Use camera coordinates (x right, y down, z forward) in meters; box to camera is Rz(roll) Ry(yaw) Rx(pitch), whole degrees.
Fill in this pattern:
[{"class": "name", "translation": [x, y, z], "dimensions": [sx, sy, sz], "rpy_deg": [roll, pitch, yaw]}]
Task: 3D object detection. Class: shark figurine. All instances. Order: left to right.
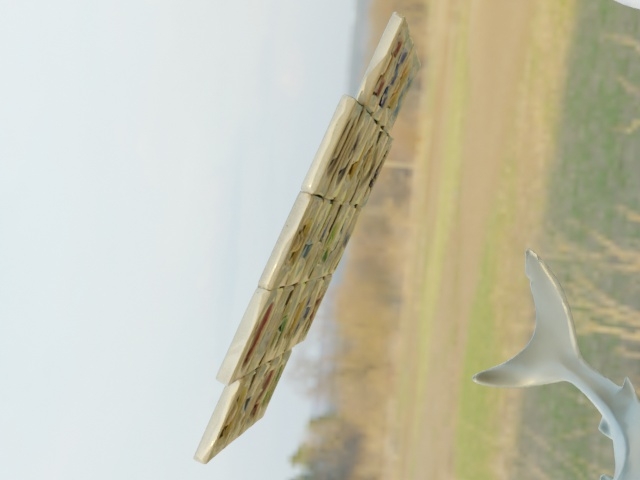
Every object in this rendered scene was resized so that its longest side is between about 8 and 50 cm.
[{"class": "shark figurine", "translation": [0.188, 0.121, 0.890], "dimensions": [0.278, 0.166, 0.116], "rpy_deg": [-84, 6, -55]}]

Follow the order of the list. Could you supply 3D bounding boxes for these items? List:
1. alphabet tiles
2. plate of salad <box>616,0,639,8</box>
[{"class": "alphabet tiles", "translation": [0.000, 0.000, 0.962], "dimensions": [0.342, 0.011, 0.285], "rpy_deg": [0, -65, -84]}, {"class": "plate of salad", "translation": [0.222, -0.253, 0.972], "dimensions": [0.200, 0.048, 0.200], "rpy_deg": [24, 121, 49]}]
